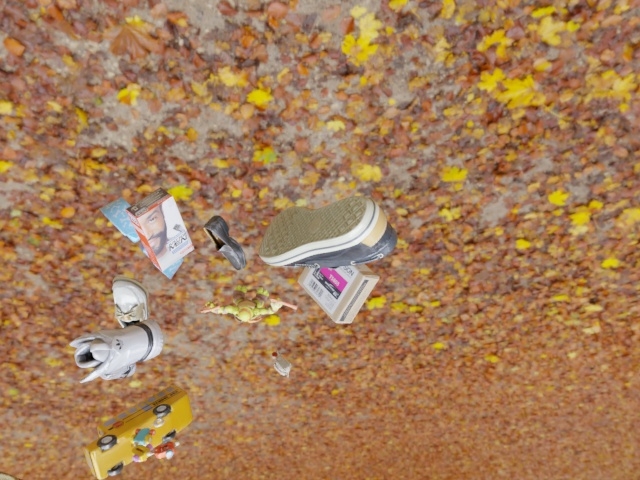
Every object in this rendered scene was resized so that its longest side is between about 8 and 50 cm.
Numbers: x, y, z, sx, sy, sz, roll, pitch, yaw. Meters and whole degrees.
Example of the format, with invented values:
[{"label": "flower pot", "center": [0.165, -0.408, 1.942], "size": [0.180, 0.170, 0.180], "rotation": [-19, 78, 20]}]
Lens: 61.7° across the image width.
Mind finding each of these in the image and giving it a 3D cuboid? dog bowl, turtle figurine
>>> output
[{"label": "dog bowl", "center": [-0.531, -0.010, 1.619], "size": [0.297, 0.074, 0.166], "rotation": [50, 167, -23]}, {"label": "turtle figurine", "center": [-0.200, 0.194, 1.562], "size": [0.270, 0.087, 0.217], "rotation": [-5, -170, -1]}]

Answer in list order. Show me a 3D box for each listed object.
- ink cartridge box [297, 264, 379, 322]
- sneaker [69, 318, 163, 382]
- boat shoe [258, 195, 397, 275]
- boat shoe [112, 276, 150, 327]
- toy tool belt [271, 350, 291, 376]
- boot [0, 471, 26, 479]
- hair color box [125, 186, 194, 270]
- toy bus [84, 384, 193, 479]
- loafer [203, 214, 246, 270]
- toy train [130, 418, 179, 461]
[{"label": "ink cartridge box", "center": [0.054, 0.130, 1.785], "size": [0.088, 0.235, 0.193], "rotation": [9, 116, -46]}, {"label": "sneaker", "center": [-0.630, 0.336, 1.561], "size": [0.210, 0.137, 0.366], "rotation": [-6, 160, -48]}, {"label": "boat shoe", "center": [0.000, 0.000, 1.421], "size": [0.156, 0.186, 0.500], "rotation": [35, 154, -31]}, {"label": "boat shoe", "center": [-0.671, 0.239, 1.901], "size": [0.113, 0.103, 0.302], "rotation": [5, 144, 2]}, {"label": "toy tool belt", "center": [-0.130, 0.407, 1.749], "size": [0.052, 0.083, 0.051], "rotation": [-29, 140, -30]}, {"label": "boot", "center": [-0.572, 0.523, 0.930], "size": [0.095, 0.203, 0.262], "rotation": [3, 146, 4]}, {"label": "hair color box", "center": [-0.351, -0.023, 1.185], "size": [0.093, 0.053, 0.167], "rotation": [-39, 141, -26]}, {"label": "toy bus", "center": [-0.552, 0.574, 1.633], "size": [0.130, 0.108, 0.333], "rotation": [12, -155, 42]}, {"label": "loafer", "center": [-0.267, 0.016, 1.481], "size": [0.062, 0.061, 0.170], "rotation": [-22, 106, 39]}, {"label": "toy train", "center": [-0.463, 0.572, 1.497], "size": [0.125, 0.166, 0.046], "rotation": [-18, 112, -22]}]
